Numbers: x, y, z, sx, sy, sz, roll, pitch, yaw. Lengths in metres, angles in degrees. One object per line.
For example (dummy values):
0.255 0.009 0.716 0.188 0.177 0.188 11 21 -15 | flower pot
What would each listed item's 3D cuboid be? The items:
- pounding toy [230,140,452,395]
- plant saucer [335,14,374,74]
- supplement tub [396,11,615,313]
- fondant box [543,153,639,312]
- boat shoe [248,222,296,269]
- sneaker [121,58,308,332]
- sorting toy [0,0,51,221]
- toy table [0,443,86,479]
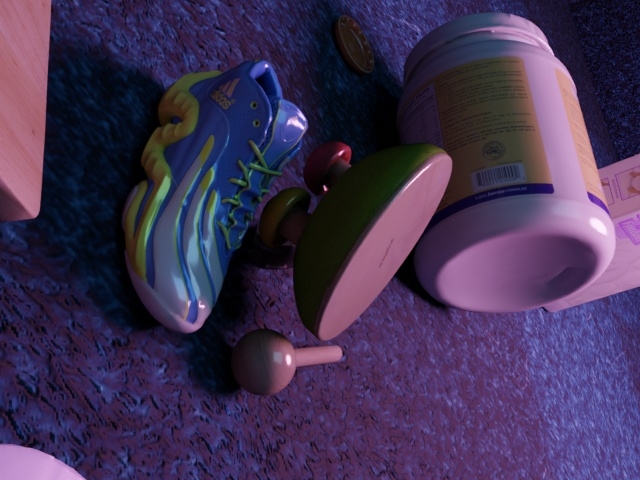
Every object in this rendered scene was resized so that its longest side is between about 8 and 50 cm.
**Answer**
0.000 0.000 0.676 0.110 0.237 0.183 36 17 16 | pounding toy
0.044 -0.260 1.080 0.083 0.013 0.084 38 40 -41 | plant saucer
0.223 -0.100 1.036 0.241 0.241 0.332 34 43 -45 | supplement tub
0.461 -0.011 1.276 0.238 0.330 0.096 34 43 -44 | fondant box
-0.025 0.008 0.754 0.046 0.038 0.125 31 13 22 | boat shoe
-0.076 -0.052 0.618 0.091 0.126 0.240 35 42 -44 | sneaker
-0.228 -0.173 0.401 0.257 0.089 0.256 79 3 -61 | sorting toy
-0.162 0.218 0.254 0.252 0.160 0.274 45 37 -35 | toy table
